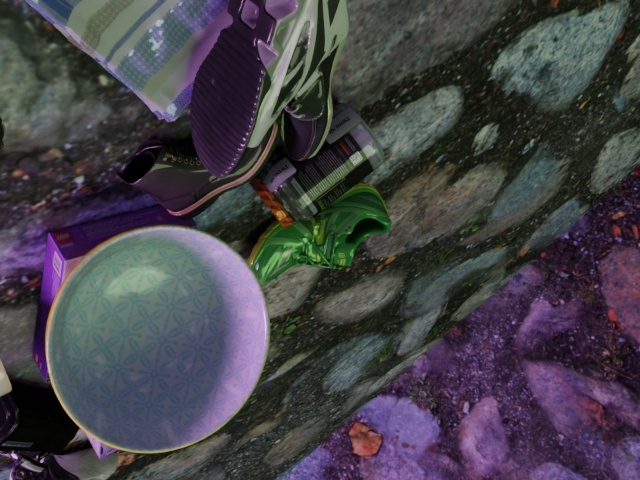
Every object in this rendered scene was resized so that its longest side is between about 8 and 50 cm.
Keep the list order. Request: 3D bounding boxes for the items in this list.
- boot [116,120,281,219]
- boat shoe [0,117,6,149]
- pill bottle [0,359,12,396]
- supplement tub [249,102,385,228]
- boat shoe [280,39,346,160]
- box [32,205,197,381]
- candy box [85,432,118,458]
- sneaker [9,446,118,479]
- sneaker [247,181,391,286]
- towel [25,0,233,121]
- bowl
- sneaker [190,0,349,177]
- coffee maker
[{"bbox_3d":[-0.156,-0.115,1.010,0.198,0.077,0.137,-43,150,8],"label":"boot"},{"bbox_3d":[-0.344,-0.132,0.754,0.046,0.038,0.125,4,147,7],"label":"boat shoe"},{"bbox_3d":[-0.522,0.198,0.964,0.229,0.131,0.131,-25,153,-27],"label":"pill bottle"},{"bbox_3d":[-0.007,-0.110,1.164,0.190,0.117,0.117,-38,156,-2],"label":"supplement tub"},{"bbox_3d":[-0.029,-0.200,1.009,0.079,0.084,0.233,-37,151,-39],"label":"boat shoe"},{"bbox_3d":[-0.312,0.079,1.139,0.201,0.057,0.293,-17,148,-37],"label":"box"},{"bbox_3d":[-0.351,0.320,1.486,0.196,0.070,0.165,-22,151,-31],"label":"candy box"},{"bbox_3d":[-0.506,0.461,1.504,0.086,0.085,0.237,-41,154,23],"label":"sneaker"},{"bbox_3d":[0.000,0.000,1.356,0.295,0.123,0.109,-30,155,-17],"label":"sneaker"},{"bbox_3d":[-0.159,-0.251,0.811,0.209,0.034,0.285,-41,155,3],"label":"towel"},{"bbox_3d":[-0.229,0.119,1.025,0.289,0.290,0.156,-28,-164,-23],"label":"bowl"},{"bbox_3d":[-0.040,-0.208,0.861,0.146,0.122,0.331,-10,140,-43],"label":"sneaker"},{"bbox_3d":[-0.471,0.271,1.211,0.171,0.120,0.178,-60,159,-10],"label":"coffee maker"}]
